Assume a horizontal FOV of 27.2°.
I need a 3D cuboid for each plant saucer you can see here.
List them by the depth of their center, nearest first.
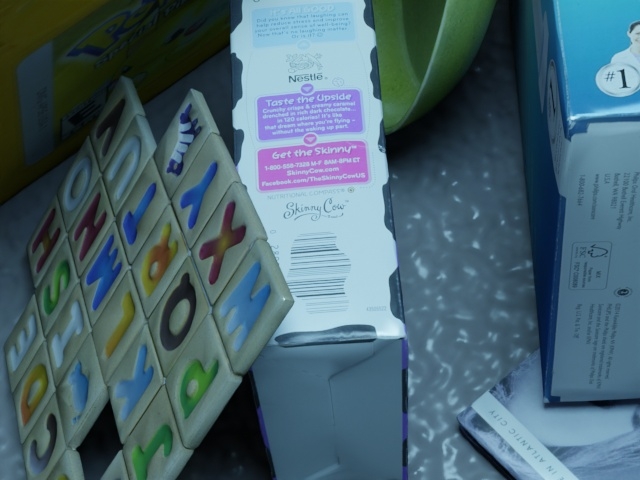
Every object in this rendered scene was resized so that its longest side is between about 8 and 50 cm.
[{"bbox_3d":[0.058,-0.176,0.707,0.037,0.241,0.241,2,58,-11],"label":"plant saucer"}]

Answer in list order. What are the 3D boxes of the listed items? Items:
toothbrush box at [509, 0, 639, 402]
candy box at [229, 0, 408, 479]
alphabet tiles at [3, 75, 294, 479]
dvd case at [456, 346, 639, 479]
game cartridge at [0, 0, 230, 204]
[{"bbox_3d":[0.161,-0.101,0.643,0.126,0.216,0.295,-3,53,5],"label":"toothbrush box"},{"bbox_3d":[0.000,0.000,0.639,0.070,0.165,0.196,-5,59,1],"label":"candy box"},{"bbox_3d":[-0.096,0.028,0.617,0.009,0.198,0.237,18,28,-32],"label":"alphabet tiles"},{"bbox_3d":[0.204,0.079,0.658,0.221,0.018,0.164,-37,62,-16],"label":"dvd case"},{"bbox_3d":[-0.073,-0.138,0.649,0.285,0.324,0.052,-38,91,-16],"label":"game cartridge"}]
